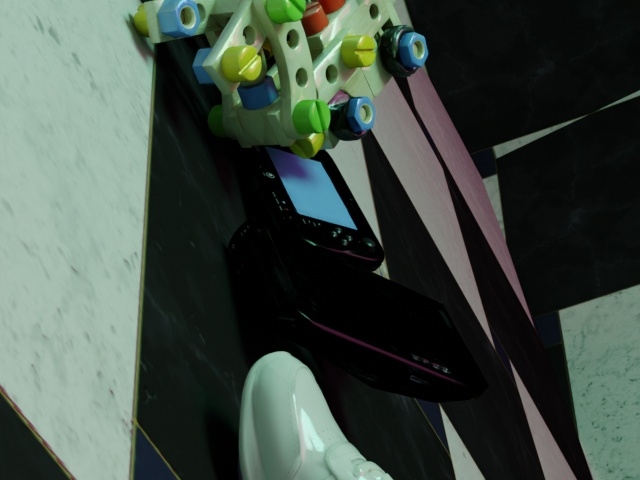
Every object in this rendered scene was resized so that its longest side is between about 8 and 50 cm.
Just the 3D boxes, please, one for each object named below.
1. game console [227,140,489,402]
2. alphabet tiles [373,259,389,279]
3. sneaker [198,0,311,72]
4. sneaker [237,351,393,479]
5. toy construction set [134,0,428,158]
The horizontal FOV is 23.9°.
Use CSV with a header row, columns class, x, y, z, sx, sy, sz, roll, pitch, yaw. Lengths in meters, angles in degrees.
class,x,y,z,sx,sy,sz,roll,pitch,yaw
game console,0.000,0.000,1.287,0.213,0.044,0.361,24,24,-34
alphabet tiles,0.060,0.035,1.765,0.198,0.009,0.237,57,13,-34
sneaker,-0.046,-0.234,1.535,0.146,0.134,0.343,64,7,26
sneaker,0.049,0.200,0.946,0.305,0.152,0.114,66,13,14
toy construction set,0.001,-0.202,1.336,0.151,0.328,0.215,14,-40,50
